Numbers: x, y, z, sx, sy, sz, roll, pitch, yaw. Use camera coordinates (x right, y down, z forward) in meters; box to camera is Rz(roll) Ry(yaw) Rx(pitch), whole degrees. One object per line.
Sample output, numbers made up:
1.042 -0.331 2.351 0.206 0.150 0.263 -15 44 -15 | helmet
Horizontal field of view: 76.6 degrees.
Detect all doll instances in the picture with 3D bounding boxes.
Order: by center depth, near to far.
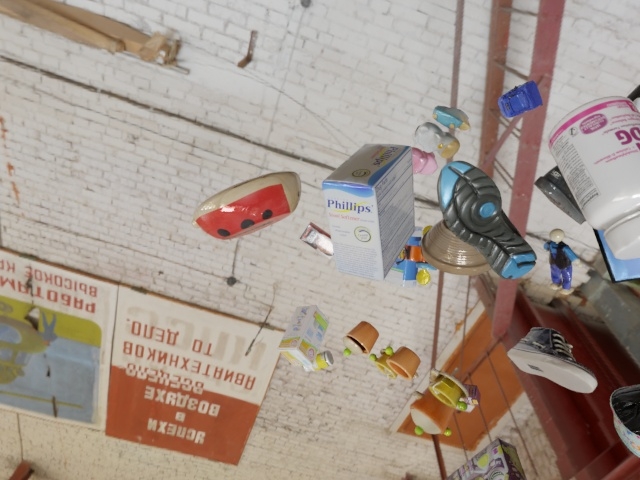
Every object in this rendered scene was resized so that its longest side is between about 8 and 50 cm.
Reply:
0.662 0.053 1.115 0.046 0.189 0.129 -20 -160 -9 | doll

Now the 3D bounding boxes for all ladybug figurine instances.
-0.268 -0.124 1.559 0.449 0.305 0.162 -23 -96 -9 | ladybug figurine

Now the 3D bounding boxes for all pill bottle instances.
0.570 -0.118 0.771 0.160 0.160 0.283 4 -120 -27 | pill bottle
-0.010 0.495 1.655 0.065 0.116 0.065 55 -160 -32 | pill bottle

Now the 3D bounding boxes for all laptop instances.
0.826 -0.013 1.041 0.264 0.136 0.234 9 -115 -68 | laptop

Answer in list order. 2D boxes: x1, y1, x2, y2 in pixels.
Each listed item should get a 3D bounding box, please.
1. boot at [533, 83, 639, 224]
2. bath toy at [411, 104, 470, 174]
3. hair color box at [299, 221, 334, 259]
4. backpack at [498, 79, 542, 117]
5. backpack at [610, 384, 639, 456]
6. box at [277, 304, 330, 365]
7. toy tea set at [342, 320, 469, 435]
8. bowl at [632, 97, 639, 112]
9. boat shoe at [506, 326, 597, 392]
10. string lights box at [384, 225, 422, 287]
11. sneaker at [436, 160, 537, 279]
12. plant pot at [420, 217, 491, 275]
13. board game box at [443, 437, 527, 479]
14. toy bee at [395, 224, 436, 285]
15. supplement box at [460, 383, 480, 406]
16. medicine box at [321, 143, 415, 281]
1.038 -0.287 1.460 0.367 0.445 0.146 21 -152 -43 | boot
0.347 -0.286 1.366 0.151 0.348 0.129 38 -140 1 | bath toy
0.000 0.000 1.521 0.141 0.072 0.043 33 -162 -2 | hair color box
0.676 -0.482 1.397 0.101 0.098 0.120 -25 -171 -25 | backpack
0.994 0.524 1.165 0.253 0.191 0.225 -14 -158 15 | backpack
-0.062 0.367 1.568 0.114 0.103 0.203 54 -137 -28 | box
0.187 0.343 0.989 0.336 0.200 0.124 29 -116 34 | toy tea set
0.991 -0.270 1.192 0.297 0.134 0.298 12 -129 -16 | bowl
0.763 0.364 1.307 0.127 0.158 0.340 47 169 -7 | boat shoe
0.352 0.062 1.732 0.076 0.260 0.133 1 -173 -31 | string lights box
0.353 -0.050 0.918 0.341 0.125 0.140 47 -163 -27 | sneaker
0.430 -0.010 1.238 0.237 0.110 0.237 -4 -144 3 | plant pot
0.237 0.533 0.705 0.056 0.347 0.208 27 -154 -12 | board game box
0.338 0.035 1.393 0.298 0.195 0.162 31 171 -22 | toy bee
0.449 0.479 1.262 0.083 0.055 0.043 -6 -141 33 | supplement box
0.148 -0.086 1.126 0.149 0.289 0.263 9 -143 30 | medicine box
